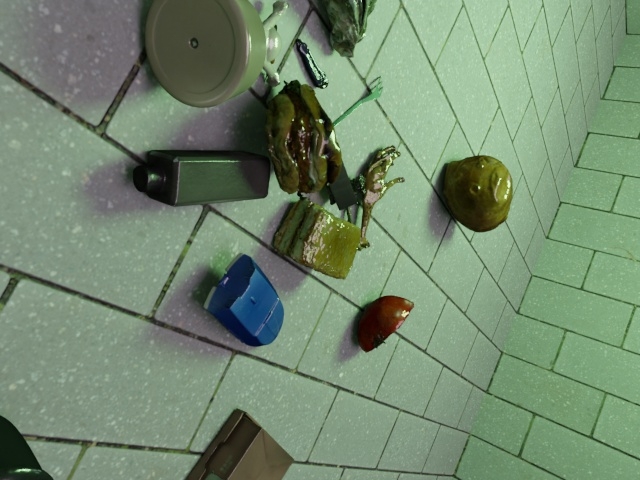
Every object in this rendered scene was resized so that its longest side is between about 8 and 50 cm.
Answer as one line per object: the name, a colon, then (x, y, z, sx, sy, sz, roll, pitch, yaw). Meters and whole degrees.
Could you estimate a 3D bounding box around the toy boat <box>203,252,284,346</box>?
toy boat: (-0.136, 0.144, 1.089, 0.129, 0.088, 0.295, -58, 154, -19)

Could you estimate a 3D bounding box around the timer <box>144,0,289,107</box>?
timer: (-0.126, -0.311, 0.861, 0.266, 0.175, 0.175, -38, 135, -61)

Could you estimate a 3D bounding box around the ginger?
ginger: (0.500, -0.137, 1.715, 0.223, 0.200, 0.270, -23, 123, -49)

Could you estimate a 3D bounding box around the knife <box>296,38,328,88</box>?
knife: (-0.016, -0.350, 1.076, 0.031, 0.018, 0.121, -52, 140, -15)

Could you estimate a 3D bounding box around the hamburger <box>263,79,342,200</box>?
hamburger: (-0.027, -0.183, 0.994, 0.206, 0.129, 0.183, -91, 176, -51)

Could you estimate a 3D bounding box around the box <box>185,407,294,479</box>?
box: (-0.177, 0.516, 1.189, 0.215, 0.086, 0.215, -54, 141, -25)

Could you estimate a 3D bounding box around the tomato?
tomato: (0.168, 0.218, 1.523, 0.189, 0.099, 0.173, -46, 179, 36)

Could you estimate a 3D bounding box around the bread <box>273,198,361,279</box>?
bread: (0.000, 0.000, 1.185, 0.196, 0.102, 0.138, 31, 77, -53)

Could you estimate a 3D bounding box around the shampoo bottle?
shampoo bottle: (-0.192, -0.106, 0.893, 0.246, 0.080, 0.080, -11, 113, -51)

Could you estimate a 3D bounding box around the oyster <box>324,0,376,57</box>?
oyster: (0.061, -0.514, 1.047, 0.198, 0.112, 0.268, 15, 85, -76)

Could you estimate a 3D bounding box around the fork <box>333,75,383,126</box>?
fork: (0.088, -0.306, 1.236, 0.235, 0.021, 0.039, -47, 135, -31)

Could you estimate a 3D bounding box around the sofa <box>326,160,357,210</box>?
sofa: (0.028, -0.145, 1.200, 0.060, 0.085, 0.147, -22, 136, 3)

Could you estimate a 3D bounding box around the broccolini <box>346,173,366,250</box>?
broccolini: (0.082, -0.066, 1.321, 0.054, 0.052, 0.194, -79, 171, -65)

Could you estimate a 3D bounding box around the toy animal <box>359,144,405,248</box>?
toy animal: (0.138, -0.110, 1.363, 0.149, 0.054, 0.276, 41, 71, -55)

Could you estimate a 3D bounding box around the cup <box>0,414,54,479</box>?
cup: (-0.432, 0.337, 0.686, 0.169, 0.176, 0.223, -39, 133, -42)
